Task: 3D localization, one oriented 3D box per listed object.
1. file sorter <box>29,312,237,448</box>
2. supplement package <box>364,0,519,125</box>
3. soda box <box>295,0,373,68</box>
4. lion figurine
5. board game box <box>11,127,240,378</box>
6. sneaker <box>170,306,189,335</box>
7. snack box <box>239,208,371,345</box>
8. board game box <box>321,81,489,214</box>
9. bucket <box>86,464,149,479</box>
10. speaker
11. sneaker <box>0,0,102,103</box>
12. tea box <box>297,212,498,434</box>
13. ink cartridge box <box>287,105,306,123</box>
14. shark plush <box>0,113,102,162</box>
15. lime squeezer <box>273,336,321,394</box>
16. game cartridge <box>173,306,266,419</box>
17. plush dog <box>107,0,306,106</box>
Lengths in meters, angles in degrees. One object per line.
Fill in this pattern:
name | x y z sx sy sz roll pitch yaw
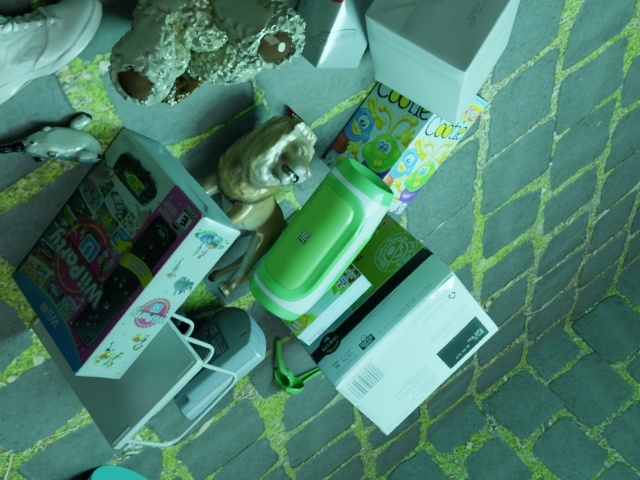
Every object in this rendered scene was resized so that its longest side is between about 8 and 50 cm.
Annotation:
file sorter | -0.306 0.183 1.418 0.193 0.278 0.173 -46 154 4
supplement package | 0.192 -0.331 1.340 0.178 0.175 0.293 -58 170 -3
soda box | 0.051 -0.405 1.280 0.098 0.091 0.286 -9 136 -43
lion figurine | -0.122 -0.060 1.485 0.240 0.142 0.392 -41 169 -18
board game box | -0.298 0.022 1.271 0.303 0.224 0.097 -51 150 11
sneaker | -0.299 0.182 1.605 0.058 0.084 0.152 -1 130 -49
snack box | -0.033 0.071 1.659 0.174 0.207 0.070 -43 149 1
board game box | 0.160 -0.206 1.604 0.275 0.142 0.144 -53 148 16
bucket | -0.445 0.637 1.832 0.183 0.281 0.281 -54 148 7
speaker | 0.000 0.000 1.516 0.296 0.131 0.131 -52 148 14
sneaker | -0.364 -0.244 1.019 0.212 0.080 0.094 -39 138 -6
tea box | 0.133 0.164 1.809 0.329 0.323 0.220 -44 126 -1
ink cartridge box | -0.051 -0.172 1.478 0.029 0.063 0.115 -28 145 -23
shark plush | -0.376 -0.120 1.176 0.161 0.073 0.067 -22 174 -40
lime squeezer | -0.064 0.328 2.092 0.110 0.059 0.310 -44 149 2
game cartridge | -0.200 0.219 1.612 0.198 0.297 0.062 -36 105 -6
plush dog | -0.148 -0.285 1.155 0.262 0.211 0.225 -15 165 6
